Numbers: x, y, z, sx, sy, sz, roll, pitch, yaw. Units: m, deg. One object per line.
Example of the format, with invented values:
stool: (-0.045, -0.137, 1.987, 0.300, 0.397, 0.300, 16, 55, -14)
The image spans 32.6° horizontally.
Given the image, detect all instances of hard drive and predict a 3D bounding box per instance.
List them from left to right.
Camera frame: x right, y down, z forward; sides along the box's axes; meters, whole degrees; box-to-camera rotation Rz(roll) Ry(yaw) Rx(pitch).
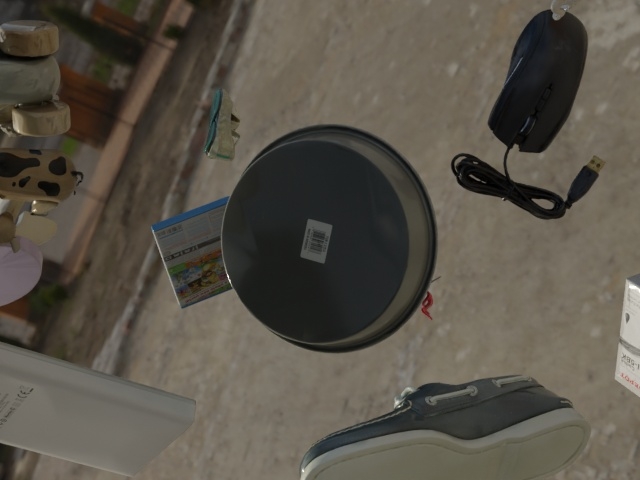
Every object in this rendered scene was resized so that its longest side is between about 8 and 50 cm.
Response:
hard drive: (-0.348, 0.225, 1.446, 0.203, 0.307, 0.040, -44, 35, 42)

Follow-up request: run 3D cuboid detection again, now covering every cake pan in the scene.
cake pan: (0.000, 0.000, 1.370, 0.293, 0.293, 0.054, -62, -18, 13)

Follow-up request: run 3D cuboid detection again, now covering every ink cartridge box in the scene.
ink cartridge box: (0.372, 0.111, 1.167, 0.099, 0.056, 0.135, 39, 139, 51)

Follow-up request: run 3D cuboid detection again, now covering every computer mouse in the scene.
computer mouse: (0.303, -0.153, 1.406, 0.262, 0.184, 0.060, -62, 11, 4)

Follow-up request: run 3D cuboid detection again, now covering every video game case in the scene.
video game case: (-0.166, 0.019, 1.573, 0.166, 0.119, 0.015, 78, 166, -45)

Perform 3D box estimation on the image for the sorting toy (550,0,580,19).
sorting toy: (0.228, -0.227, 0.961, 0.075, 0.045, 0.083, -50, -9, 11)

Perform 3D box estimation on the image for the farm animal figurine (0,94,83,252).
farm animal figurine: (-0.528, -0.082, 1.736, 0.172, 0.326, 0.330, -24, 83, 58)

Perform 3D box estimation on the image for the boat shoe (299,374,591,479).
boat shoe: (0.113, 0.195, 1.076, 0.099, 0.319, 0.116, 54, 141, 46)

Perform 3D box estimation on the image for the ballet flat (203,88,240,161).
ballet flat: (-0.153, -0.179, 1.743, 0.168, 0.052, 0.057, -88, 22, -48)

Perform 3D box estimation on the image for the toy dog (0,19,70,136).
toy dog: (-0.513, -0.248, 1.581, 0.161, 0.333, 0.220, -110, 40, -71)

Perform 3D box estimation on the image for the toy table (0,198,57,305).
toy table: (-0.597, 0.001, 1.956, 0.274, 0.252, 0.161, -21, 55, 31)

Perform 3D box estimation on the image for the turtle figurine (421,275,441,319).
turtle figurine: (0.083, 0.079, 1.718, 0.234, 0.175, 0.118, -25, 31, -6)
